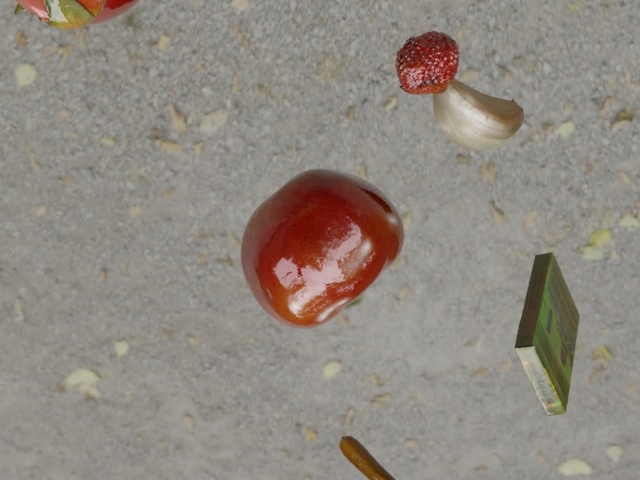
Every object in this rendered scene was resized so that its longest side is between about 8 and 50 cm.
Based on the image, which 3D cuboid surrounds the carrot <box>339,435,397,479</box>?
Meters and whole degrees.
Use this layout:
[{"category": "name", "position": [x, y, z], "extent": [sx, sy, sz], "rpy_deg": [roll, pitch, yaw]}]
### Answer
[{"category": "carrot", "position": [0.121, 0.468, 1.715], "extent": [0.043, 0.248, 0.043], "rpy_deg": [-26, 135, -29]}]

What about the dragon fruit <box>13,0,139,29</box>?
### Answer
[{"category": "dragon fruit", "position": [-0.275, -0.340, 0.926], "extent": [0.224, 0.224, 0.227], "rpy_deg": [10, 156, -2]}]

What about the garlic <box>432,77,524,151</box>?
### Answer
[{"category": "garlic", "position": [0.284, -0.230, 1.616], "extent": [0.207, 0.115, 0.128], "rpy_deg": [27, 109, -27]}]

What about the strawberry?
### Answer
[{"category": "strawberry", "position": [0.131, -0.219, 1.094], "extent": [0.083, 0.096, 0.083], "rpy_deg": [12, 123, 20]}]

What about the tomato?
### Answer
[{"category": "tomato", "position": [0.000, 0.000, 1.460], "extent": [0.226, 0.299, 0.299], "rpy_deg": [50, 123, 2]}]

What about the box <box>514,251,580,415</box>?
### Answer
[{"category": "box", "position": [0.305, 0.121, 1.159], "extent": [0.030, 0.193, 0.121], "rpy_deg": [-13, 120, 32]}]
